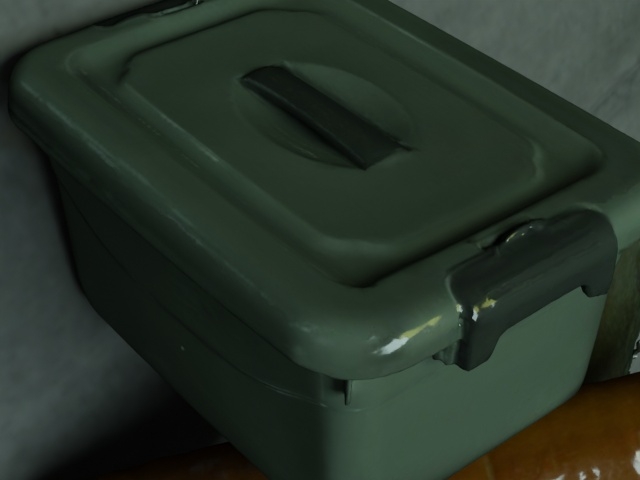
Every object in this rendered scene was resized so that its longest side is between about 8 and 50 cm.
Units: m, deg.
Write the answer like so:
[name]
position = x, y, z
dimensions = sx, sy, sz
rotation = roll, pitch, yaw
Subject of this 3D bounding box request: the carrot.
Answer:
[carrot]
position = 0.038, 0.077, 0.427
dimensions = 0.336, 0.069, 0.069
rotation = -16, 119, 2

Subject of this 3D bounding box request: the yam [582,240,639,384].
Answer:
[yam]
position = 0.053, 0.080, 0.500
dimensions = 0.106, 0.106, 0.259
rotation = 8, 99, -40

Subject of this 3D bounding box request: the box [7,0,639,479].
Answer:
[box]
position = 0.000, 0.000, 0.397
dimensions = 0.124, 0.172, 0.093
rotation = -25, 134, -29
